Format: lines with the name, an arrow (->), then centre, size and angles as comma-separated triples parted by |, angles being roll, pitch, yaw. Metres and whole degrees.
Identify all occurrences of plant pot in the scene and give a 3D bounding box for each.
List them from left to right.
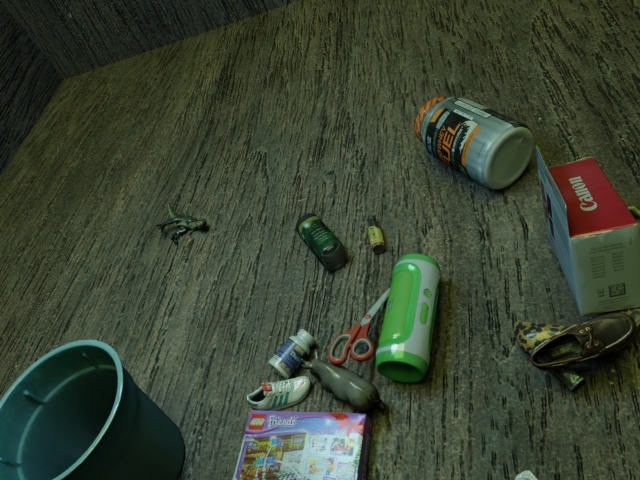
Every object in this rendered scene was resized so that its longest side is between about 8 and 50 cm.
plant pot -> -0.507, 0.462, 1.287 | 0.341, 0.334, 0.341 | -14, 45, 14

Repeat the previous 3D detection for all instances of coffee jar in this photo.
coffee jar -> 0.000, 0.000, 1.622 | 0.079, 0.096, 0.184 | -33, 45, -8

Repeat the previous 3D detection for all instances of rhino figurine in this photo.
rhino figurine -> 0.042, 0.326, 1.296 | 0.243, 0.106, 0.073 | 24, 64, 40

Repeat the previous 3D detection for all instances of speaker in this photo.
speaker -> 0.212, 0.178, 1.331 | 0.131, 0.131, 0.296 | -3, 50, 25

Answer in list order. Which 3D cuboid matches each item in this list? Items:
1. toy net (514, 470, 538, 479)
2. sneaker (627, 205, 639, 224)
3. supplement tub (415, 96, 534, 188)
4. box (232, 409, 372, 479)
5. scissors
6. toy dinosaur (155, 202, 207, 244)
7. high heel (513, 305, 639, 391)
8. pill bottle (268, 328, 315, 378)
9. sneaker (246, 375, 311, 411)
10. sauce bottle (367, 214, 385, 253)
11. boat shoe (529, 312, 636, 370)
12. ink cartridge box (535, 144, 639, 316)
toy net -> 0.399, 0.517, 0.985 | 0.122, 0.045, 0.232 | -13, 46, 17
sneaker -> 0.735, 0.000, 1.256 | 0.064, 0.086, 0.192 | -23, 44, 6
supplement tub -> 0.428, -0.291, 1.602 | 0.194, 0.193, 0.316 | -38, 44, -9
box -> -0.041, 0.482, 1.231 | 0.293, 0.057, 0.200 | -5, 49, 23
scissors -> 0.101, 0.200, 1.376 | 0.109, 0.021, 0.297 | -6, 29, 22
toy dinosaur -> -0.497, -0.058, 1.957 | 0.268, 0.064, 0.118 | 22, 56, 41
high heel -> 0.550, 0.168, 1.187 | 0.261, 0.093, 0.186 | -42, 51, -1
pill bottle -> -0.069, 0.285, 1.418 | 0.067, 0.067, 0.120 | 26, 66, 41
sneaker -> -0.103, 0.367, 1.354 | 0.161, 0.075, 0.057 | -25, 44, 5
sauce bottle -> 0.156, -0.020, 1.602 | 0.042, 0.042, 0.128 | -20, 43, 10
boat shoe -> 0.511, 0.201, 1.096 | 0.207, 0.073, 0.073 | -34, 63, 22
ink cartridge box -> 0.567, -0.045, 1.197 | 0.130, 0.271, 0.309 | -13, 30, 16
